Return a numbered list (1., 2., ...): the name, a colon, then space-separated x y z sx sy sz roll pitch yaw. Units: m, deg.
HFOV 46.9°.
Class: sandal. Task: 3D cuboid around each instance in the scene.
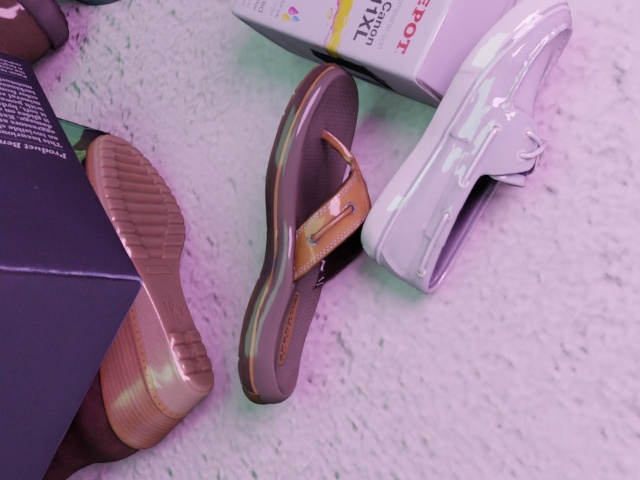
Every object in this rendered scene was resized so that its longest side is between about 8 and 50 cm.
1. sandal: 0.000 0.000 0.470 0.060 0.090 0.219 10 84 22

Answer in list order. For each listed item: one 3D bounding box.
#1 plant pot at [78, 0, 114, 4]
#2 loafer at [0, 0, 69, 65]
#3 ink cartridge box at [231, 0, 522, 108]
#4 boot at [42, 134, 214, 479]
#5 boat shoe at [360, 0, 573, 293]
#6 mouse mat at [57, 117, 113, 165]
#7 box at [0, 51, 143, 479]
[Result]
1. plant pot: -0.256 -0.403 0.663 0.293 0.235 0.293 -10 72 35
2. loafer: -0.434 -0.268 0.734 0.365 0.134 0.130 29 72 11
3. ink cartridge box: 0.042 -0.173 0.483 0.175 0.072 0.128 31 97 38
4. boot: -0.198 0.060 0.597 0.206 0.090 0.249 -31 66 25
5. boat shoe: 0.093 -0.051 0.424 0.063 0.066 0.184 41 104 25
6. mouse mat: -0.291 -0.051 0.703 0.189 0.007 0.153 18 90 15
7. box: -0.306 0.041 0.542 0.296 0.182 0.294 -58 48 24
